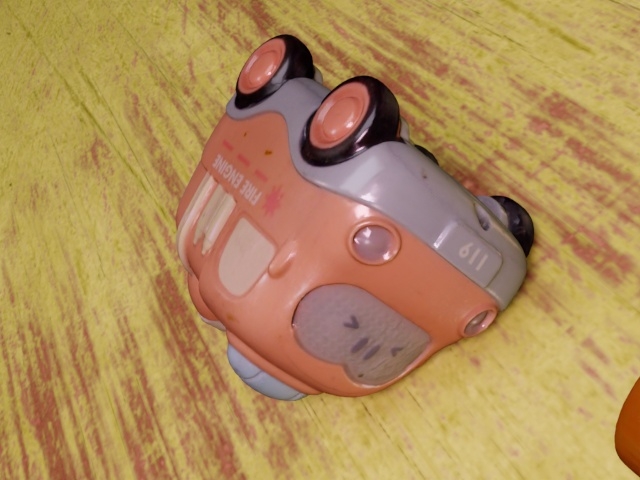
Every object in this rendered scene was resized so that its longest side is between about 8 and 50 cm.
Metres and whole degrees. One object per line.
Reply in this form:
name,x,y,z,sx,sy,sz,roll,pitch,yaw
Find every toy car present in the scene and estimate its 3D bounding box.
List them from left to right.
toy car,0.000,0.000,0.669,0.212,0.180,0.270,-53,36,3

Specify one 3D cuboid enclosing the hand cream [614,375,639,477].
hand cream,0.259,0.140,0.355,0.140,0.089,0.314,-54,40,8
